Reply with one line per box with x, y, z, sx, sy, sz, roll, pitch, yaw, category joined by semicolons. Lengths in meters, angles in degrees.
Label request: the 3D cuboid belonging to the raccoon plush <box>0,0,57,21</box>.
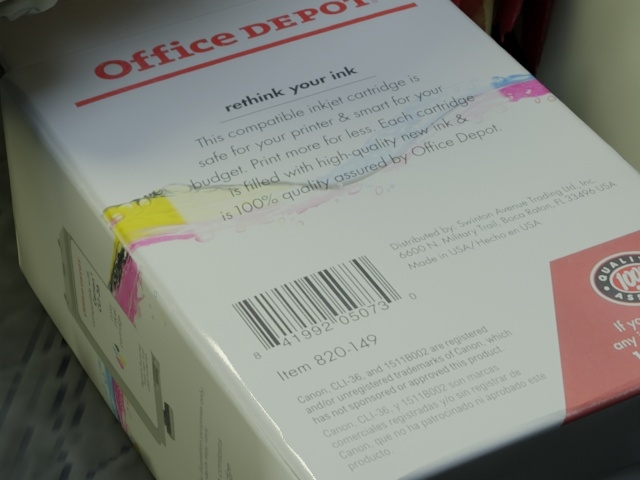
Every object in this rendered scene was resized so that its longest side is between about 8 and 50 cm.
-0.189;-0.144;0.514;0.446;0.216;0.299;-19;28;20;raccoon plush

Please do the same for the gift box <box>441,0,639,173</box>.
0.154;-0.149;0.487;0.258;0.255;0.276;-1;39;-14;gift box

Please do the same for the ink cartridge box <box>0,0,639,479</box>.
0.000;0.000;0.432;0.115;0.067;0.198;-18;45;-23;ink cartridge box
